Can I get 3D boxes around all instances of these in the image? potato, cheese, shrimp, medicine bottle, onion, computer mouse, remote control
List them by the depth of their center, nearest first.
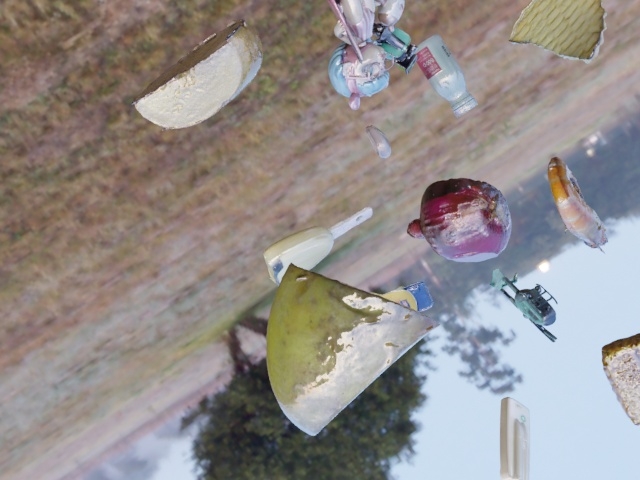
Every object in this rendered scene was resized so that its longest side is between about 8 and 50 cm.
[{"bbox_3d":[0.021,0.196,1.401,0.112,0.270,0.255,21,89,-78],"label":"potato"},{"bbox_3d":[-0.187,-0.277,1.474,0.243,0.098,0.138,-25,-153,30],"label":"potato"},{"bbox_3d":[0.480,-0.059,1.644,0.068,0.248,0.150,-18,-137,26],"label":"shrimp"},{"bbox_3d":[0.255,-0.025,1.709,0.218,0.139,0.195,-17,160,38],"label":"onion"},{"bbox_3d":[0.000,0.000,1.816,0.252,0.054,0.127,-31,156,-10],"label":"cheese"},{"bbox_3d":[0.116,0.165,1.958,0.270,0.177,0.069,-23,-142,6],"label":"cheese"},{"bbox_3d":[0.484,0.500,2.170,0.049,0.090,0.230,-35,-148,40],"label":"remote control"},{"bbox_3d":[0.154,-0.259,2.281,0.039,0.096,0.066,-27,179,-3],"label":"computer mouse"},{"bbox_3d":[0.331,-0.434,2.323,0.090,0.216,0.090,-33,-177,2],"label":"medicine bottle"}]

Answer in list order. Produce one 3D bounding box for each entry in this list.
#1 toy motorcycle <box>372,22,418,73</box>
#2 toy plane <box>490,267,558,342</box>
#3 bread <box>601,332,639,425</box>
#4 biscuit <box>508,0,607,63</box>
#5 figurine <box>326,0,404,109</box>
[{"bbox_3d":[0.145,-0.385,1.738,0.058,0.100,0.173,-58,173,2],"label":"toy motorcycle"},{"bbox_3d":[0.504,0.145,2.153,0.060,0.235,0.096,-24,142,-25],"label":"toy plane"},{"bbox_3d":[0.815,0.339,2.195,0.181,0.222,0.096,-26,-177,14],"label":"bread"},{"bbox_3d":[0.606,-0.546,2.180,0.036,0.273,0.187,17,103,-42],"label":"biscuit"},{"bbox_3d":[0.063,-0.363,1.445,0.103,0.260,0.205,8,-143,28],"label":"figurine"}]
